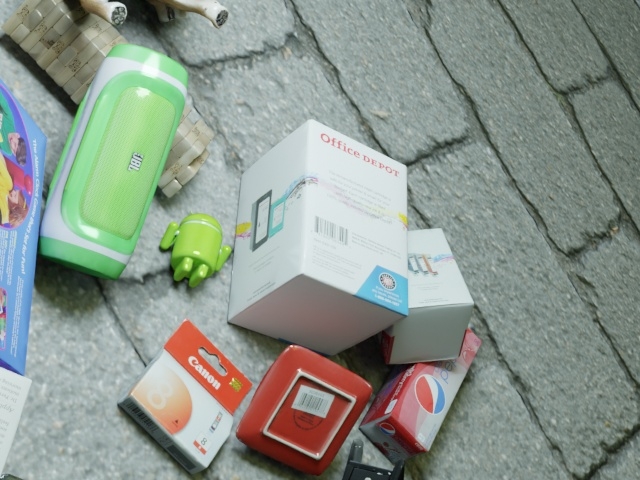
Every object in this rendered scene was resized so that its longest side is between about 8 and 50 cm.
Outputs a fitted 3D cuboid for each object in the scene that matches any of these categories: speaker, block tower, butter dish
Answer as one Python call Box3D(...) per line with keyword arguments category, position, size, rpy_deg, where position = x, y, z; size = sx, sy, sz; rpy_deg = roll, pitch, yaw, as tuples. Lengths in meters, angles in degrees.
Box3D(category="speaker", position=(-0.273, -0.104, 1.362), size=(0.131, 0.131, 0.297), rpy_deg=(23, 79, -30))
Box3D(category="block tower", position=(-0.297, -0.224, 1.493), size=(0.335, 0.091, 0.097), rpy_deg=(46, 23, -12))
Box3D(category="butter dish", position=(-0.034, 0.228, 1.469), size=(0.160, 0.118, 0.160), rpy_deg=(30, 93, -24))

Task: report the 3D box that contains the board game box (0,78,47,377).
Box3D(category="board game box", position=(-0.418, -0.034, 1.207), size=(0.233, 0.078, 0.347), rpy_deg=(67, 18, -60))

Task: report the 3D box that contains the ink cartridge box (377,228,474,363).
Box3D(category="ink cartridge box", position=(0.150, 0.086, 1.633), size=(0.127, 0.128, 0.176), rpy_deg=(-4, 42, -11))

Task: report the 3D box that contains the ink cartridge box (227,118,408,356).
Box3D(category="ink cartridge box", position=(0.000, 0.000, 1.562), size=(0.198, 0.197, 0.270), rpy_deg=(23, 53, -29))

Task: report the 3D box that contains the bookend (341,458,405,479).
Box3D(category="bookend", position=(0.022, 0.363, 1.414), size=(0.156, 0.072, 0.157), rpy_deg=(11, 35, 17))

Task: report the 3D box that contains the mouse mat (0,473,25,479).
Box3D(category="mouse mat", position=(-0.319, 0.375, 1.205), size=(0.189, 0.007, 0.153), rpy_deg=(32, 49, -24))

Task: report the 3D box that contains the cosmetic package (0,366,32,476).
Box3D(category="cosmetic package", position=(-0.452, 0.283, 1.019), size=(0.197, 0.155, 0.366), rpy_deg=(31, 54, -27))

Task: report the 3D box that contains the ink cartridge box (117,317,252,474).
Box3D(category="ink cartridge box", position=(-0.171, 0.206, 1.406), size=(0.145, 0.045, 0.179), rpy_deg=(47, 47, -11))

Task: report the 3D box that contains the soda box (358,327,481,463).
Box3D(category="soda box", position=(0.165, 0.230, 1.657), size=(0.092, 0.083, 0.263), rpy_deg=(46, 45, -10))

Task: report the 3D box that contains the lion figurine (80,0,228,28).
Box3D(category="lion figurine", position=(-0.275, -0.394, 1.499), size=(0.240, 0.142, 0.392), rpy_deg=(27, 15, 27))

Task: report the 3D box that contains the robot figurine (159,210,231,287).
Box3D(category="robot figurine", position=(-0.180, 0.010, 1.494), size=(0.101, 0.067, 0.115), rpy_deg=(23, 52, -20))

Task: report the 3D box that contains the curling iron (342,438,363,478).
Box3D(category="curling iron", position=(0.023, 0.397, 1.469), size=(0.068, 0.035, 0.274), rpy_deg=(40, 46, -17))
